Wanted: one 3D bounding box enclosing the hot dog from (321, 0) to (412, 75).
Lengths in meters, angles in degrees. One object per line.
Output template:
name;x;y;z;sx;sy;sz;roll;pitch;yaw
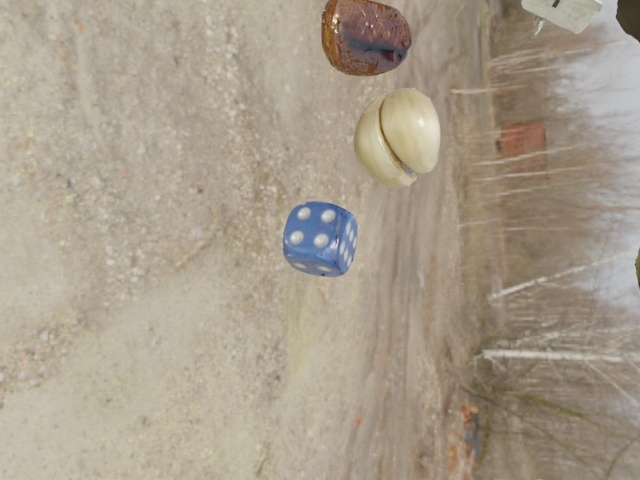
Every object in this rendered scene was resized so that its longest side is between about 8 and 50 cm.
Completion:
hot dog;0.086;-0.425;1.274;0.227;0.099;0.160;3;91;-42

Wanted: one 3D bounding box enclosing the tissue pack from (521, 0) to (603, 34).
tissue pack;0.557;-0.576;1.439;0.229;0.159;0.145;-63;180;-40

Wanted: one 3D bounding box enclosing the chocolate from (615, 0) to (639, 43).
chocolate;0.760;-0.534;1.379;0.133;0.156;0.156;-44;144;-12

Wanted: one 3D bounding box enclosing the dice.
dice;0.000;0.000;1.440;0.143;0.146;0.146;54;48;-61

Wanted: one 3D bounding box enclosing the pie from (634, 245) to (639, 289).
pie;0.861;0.064;1.420;0.288;0.103;0.354;174;-83;-79

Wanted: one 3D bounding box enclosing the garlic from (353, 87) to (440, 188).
garlic;0.245;-0.320;1.944;0.249;0.286;0.313;-19;101;-68
